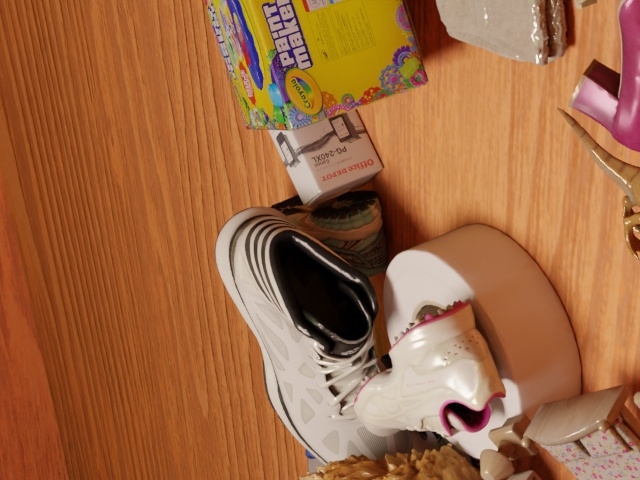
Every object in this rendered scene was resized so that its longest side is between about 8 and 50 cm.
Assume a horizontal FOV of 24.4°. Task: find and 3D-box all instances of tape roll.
[{"bbox_3d":[0.195,0.127,1.838,0.286,0.100,0.286,44,147,39],"label":"tape roll"}]

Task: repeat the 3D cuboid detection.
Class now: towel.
[{"bbox_3d":[0.182,-0.329,1.543,0.187,0.049,0.282,32,136,51],"label":"towel"}]

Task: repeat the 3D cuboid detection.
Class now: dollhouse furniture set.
[{"bbox_3d":[0.319,0.340,1.617,0.303,0.174,0.355,48,146,-10],"label":"dollhouse furniture set"}]

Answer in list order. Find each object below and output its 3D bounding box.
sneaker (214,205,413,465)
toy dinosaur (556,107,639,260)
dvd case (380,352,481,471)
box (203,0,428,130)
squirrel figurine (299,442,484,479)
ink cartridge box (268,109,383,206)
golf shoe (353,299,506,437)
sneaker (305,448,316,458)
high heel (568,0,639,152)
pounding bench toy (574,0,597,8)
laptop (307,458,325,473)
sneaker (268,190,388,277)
[{"bbox_3d":[0.016,0.171,1.972,0.447,0.169,0.257,60,169,-15],"label":"sneaker"},{"bbox_3d":[0.324,-0.050,1.480,0.211,0.064,0.112,33,135,22],"label":"toy dinosaur"},{"bbox_3d":[0.170,0.282,2.101,0.179,0.030,0.238,6,117,62],"label":"dvd case"},{"bbox_3d":[-0.029,-0.295,1.779,0.279,0.177,0.290,-163,54,-76],"label":"box"},{"bbox_3d":[0.152,0.435,1.983,0.397,0.281,0.370,60,166,-6],"label":"squirrel figurine"},{"bbox_3d":[0.002,-0.135,1.992,0.150,0.109,0.063,64,152,6],"label":"ink cartridge box"},{"bbox_3d":[0.128,0.192,1.780,0.140,0.115,0.306,56,154,16],"label":"golf shoe"},{"bbox_3d":[0.032,0.278,2.256,0.112,0.131,0.296,-4,106,66],"label":"sneaker"},{"bbox_3d":[0.325,-0.182,1.375,0.117,0.082,0.244,31,132,9],"label":"high heel"},{"bbox_3d":[0.261,-0.267,1.429,0.065,0.052,0.083,65,155,4],"label":"pounding bench toy"},{"bbox_3d":[0.004,0.597,2.454,0.408,0.236,0.382,44,146,41],"label":"laptop"},{"bbox_3d":[0.000,0.000,2.116,0.283,0.110,0.122,10,123,62],"label":"sneaker"}]
